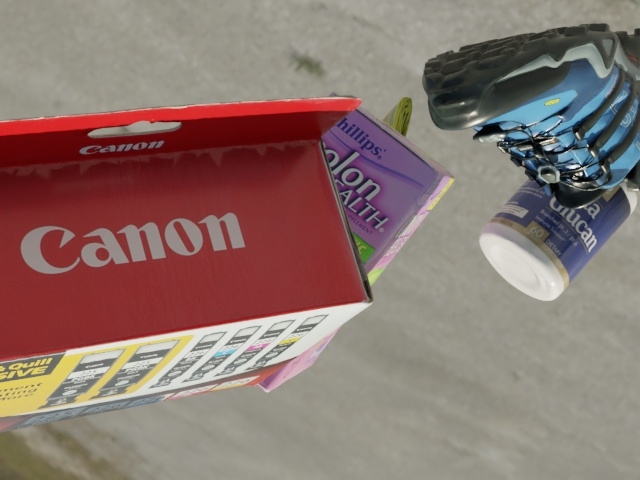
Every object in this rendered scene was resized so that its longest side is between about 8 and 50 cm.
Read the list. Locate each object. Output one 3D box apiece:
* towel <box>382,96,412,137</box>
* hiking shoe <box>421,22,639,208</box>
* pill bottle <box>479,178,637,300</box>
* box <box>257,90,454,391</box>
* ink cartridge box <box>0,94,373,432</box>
[{"bbox_3d":[0.050,-0.074,1.557,0.021,0.102,0.237,20,159,-10],"label":"towel"},{"bbox_3d":[0.184,-0.088,1.027,0.113,0.304,0.132,-5,93,39],"label":"hiking shoe"},{"bbox_3d":[0.235,-0.033,1.297,0.094,0.169,0.094,39,164,14],"label":"pill bottle"},{"bbox_3d":[0.000,0.000,1.280,0.117,0.243,0.213,37,-174,7],"label":"box"},{"bbox_3d":[-0.141,0.025,0.899,0.272,0.309,0.130,-41,62,56],"label":"ink cartridge box"}]
